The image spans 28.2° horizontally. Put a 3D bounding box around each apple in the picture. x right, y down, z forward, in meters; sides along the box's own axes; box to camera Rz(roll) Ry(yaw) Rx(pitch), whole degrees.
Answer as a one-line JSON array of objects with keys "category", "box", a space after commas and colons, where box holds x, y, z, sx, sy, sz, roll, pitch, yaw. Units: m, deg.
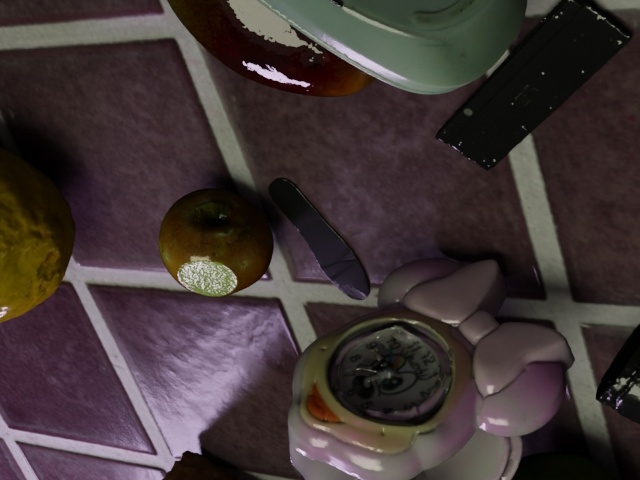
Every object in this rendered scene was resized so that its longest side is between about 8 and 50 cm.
[{"category": "apple", "box": [-0.103, 0.003, 1.266, 0.114, 0.099, 0.102, 3, 142, 1]}]

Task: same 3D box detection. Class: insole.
[{"category": "insole", "box": [0.000, 0.000, 1.258, 0.053, 0.002, 0.152, -25, 109, 46]}]

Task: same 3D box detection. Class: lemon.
[{"category": "lemon", "box": [-0.381, -0.009, 1.377, 0.260, 0.204, 0.204, 9, 131, 29]}]

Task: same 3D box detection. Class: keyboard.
[{"category": "keyboard", "box": [0.165, -0.123, 1.020, 0.060, 0.018, 0.195, 36, 140, -7]}]

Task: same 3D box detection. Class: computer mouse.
[{"category": "computer mouse", "box": [0.016, -0.217, 0.943, 0.288, 0.159, 0.097, 33, 160, 8]}]

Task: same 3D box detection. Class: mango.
[{"category": "mango", "box": [-0.064, -0.212, 1.037, 0.267, 0.111, 0.133, 45, 150, 0]}]

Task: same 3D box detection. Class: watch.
[{"category": "watch", "box": [0.091, 0.162, 1.166, 0.211, 0.248, 0.217, 54, 164, 40]}]

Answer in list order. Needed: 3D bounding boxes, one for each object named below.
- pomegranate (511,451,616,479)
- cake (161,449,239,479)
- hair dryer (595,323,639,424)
[{"category": "pomegranate", "box": [0.254, 0.302, 1.227, 0.224, 0.181, 0.181, 14, 135, 3]}, {"category": "cake", "box": [-0.140, 0.467, 1.569, 0.282, 0.256, 0.290, 31, 137, 20]}, {"category": "hair dryer", "box": [0.358, 0.086, 1.022, 0.197, 0.089, 0.251, 29, 132, 12]}]
